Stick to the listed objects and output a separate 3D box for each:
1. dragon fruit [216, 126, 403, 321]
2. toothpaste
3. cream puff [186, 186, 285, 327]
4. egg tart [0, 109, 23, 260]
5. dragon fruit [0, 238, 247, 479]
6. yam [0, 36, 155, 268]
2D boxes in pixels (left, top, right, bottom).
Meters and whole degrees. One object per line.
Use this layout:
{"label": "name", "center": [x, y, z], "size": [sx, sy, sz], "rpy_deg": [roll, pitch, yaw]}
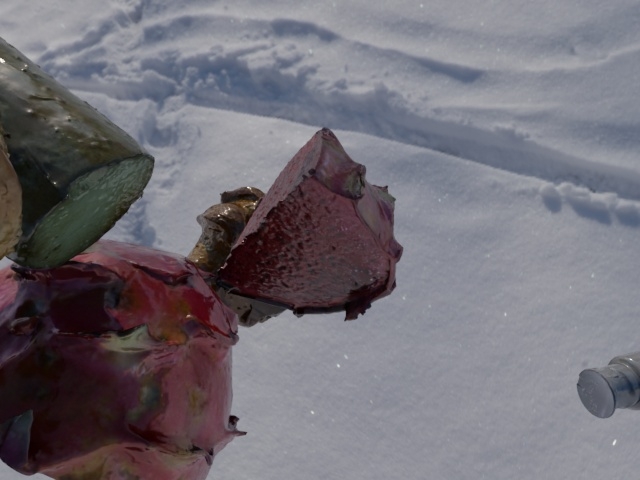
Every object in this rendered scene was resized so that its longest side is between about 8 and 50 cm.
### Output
{"label": "dragon fruit", "center": [0.008, -0.005, 0.679], "size": [0.161, 0.274, 0.126], "rpy_deg": [34, 52, -10]}
{"label": "toothpaste", "center": [0.493, 0.173, 0.851], "size": [0.299, 0.114, 0.073], "rpy_deg": [-11, 41, -19]}
{"label": "cream puff", "center": [-0.111, 0.034, 1.046], "size": [0.155, 0.269, 0.241], "rpy_deg": [26, 102, 43]}
{"label": "egg tart", "center": [-0.254, -0.058, 0.364], "size": [0.191, 0.191, 0.074], "rpy_deg": [0, 46, 18]}
{"label": "dragon fruit", "center": [-0.239, 0.120, 0.727], "size": [0.371, 0.386, 0.249], "rpy_deg": [31, 86, -6]}
{"label": "yam", "center": [-0.297, -0.096, 0.566], "size": [0.268, 0.161, 0.161], "rpy_deg": [36, 74, 9]}
